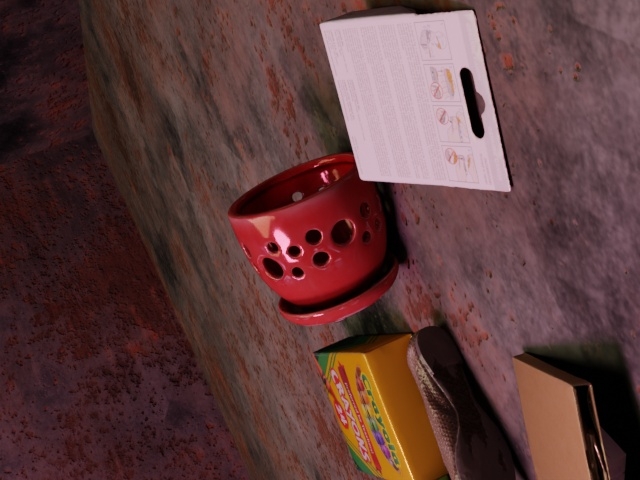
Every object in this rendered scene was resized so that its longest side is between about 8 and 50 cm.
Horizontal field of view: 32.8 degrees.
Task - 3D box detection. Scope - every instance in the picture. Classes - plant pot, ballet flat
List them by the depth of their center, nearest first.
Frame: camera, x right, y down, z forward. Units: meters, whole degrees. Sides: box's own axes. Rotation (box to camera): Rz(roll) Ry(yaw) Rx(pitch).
[{"bbox_3d":[0.164,0.224,1.319,0.058,0.084,0.250,-52,55,53],"label":"ballet flat"},{"bbox_3d":[0.000,0.000,1.396,0.174,0.191,0.191,65,165,-19],"label":"plant pot"}]

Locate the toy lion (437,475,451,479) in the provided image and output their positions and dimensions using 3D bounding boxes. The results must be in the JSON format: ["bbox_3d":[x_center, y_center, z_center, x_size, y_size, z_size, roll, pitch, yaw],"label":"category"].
[{"bbox_3d":[0.140,0.365,1.547,0.034,0.096,0.100,58,161,31],"label":"toy lion"}]

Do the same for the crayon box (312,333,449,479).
[{"bbox_3d":[0.096,0.238,1.558,0.202,0.081,0.318,69,163,1],"label":"crayon box"}]

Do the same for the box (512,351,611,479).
[{"bbox_3d":[0.241,0.204,1.075,0.201,0.021,0.165,-164,62,-85],"label":"box"}]

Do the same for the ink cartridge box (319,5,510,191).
[{"bbox_3d":[0.109,-0.150,1.135,0.232,0.066,0.189,6,118,48],"label":"ink cartridge box"}]

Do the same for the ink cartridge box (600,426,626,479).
[{"bbox_3d":[0.275,0.216,1.068,0.048,0.028,0.083,-129,23,-48],"label":"ink cartridge box"}]
